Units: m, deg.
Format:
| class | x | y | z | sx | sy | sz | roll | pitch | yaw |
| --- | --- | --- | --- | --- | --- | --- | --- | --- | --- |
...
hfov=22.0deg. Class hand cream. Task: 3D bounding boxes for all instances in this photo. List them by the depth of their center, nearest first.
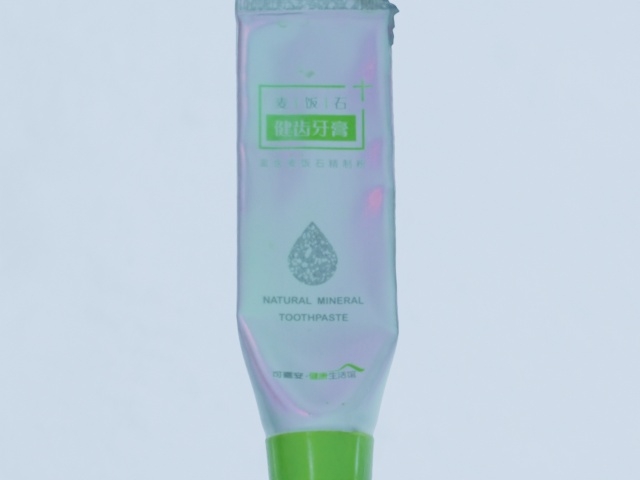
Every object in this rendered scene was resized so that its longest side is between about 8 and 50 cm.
| class | x | y | z | sx | sy | sz | roll | pitch | yaw |
| --- | --- | --- | --- | --- | --- | --- | --- | --- | --- |
| hand cream | 0.000 | 0.000 | 0.841 | 0.079 | 0.050 | 0.275 | 8 | 73 | -29 |
